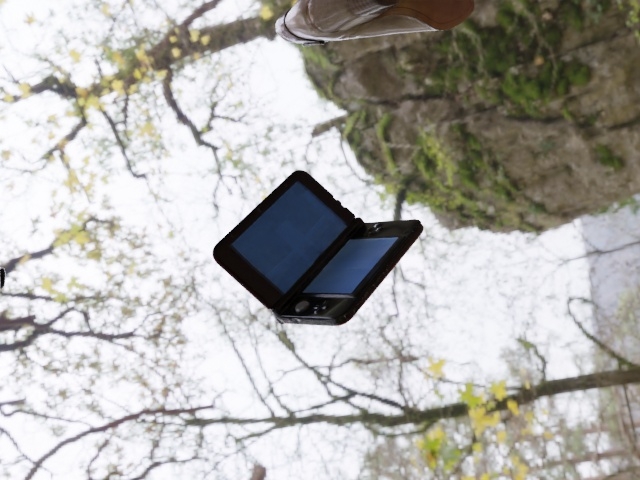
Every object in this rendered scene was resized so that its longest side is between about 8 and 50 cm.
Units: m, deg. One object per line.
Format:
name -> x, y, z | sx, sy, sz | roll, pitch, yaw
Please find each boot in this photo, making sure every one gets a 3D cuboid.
boot -> 0.032, -0.150, 0.537 | 0.119, 0.087, 0.042 | -9, -87, -43

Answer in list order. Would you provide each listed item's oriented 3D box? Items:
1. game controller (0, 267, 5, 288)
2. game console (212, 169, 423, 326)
game controller -> -0.319, 0.169, 0.745 | 0.067, 0.166, 0.319 | 2, -86, -34
game console -> 0.000, 0.000, 0.736 | 0.144, 0.124, 0.085 | -47, -61, -35
